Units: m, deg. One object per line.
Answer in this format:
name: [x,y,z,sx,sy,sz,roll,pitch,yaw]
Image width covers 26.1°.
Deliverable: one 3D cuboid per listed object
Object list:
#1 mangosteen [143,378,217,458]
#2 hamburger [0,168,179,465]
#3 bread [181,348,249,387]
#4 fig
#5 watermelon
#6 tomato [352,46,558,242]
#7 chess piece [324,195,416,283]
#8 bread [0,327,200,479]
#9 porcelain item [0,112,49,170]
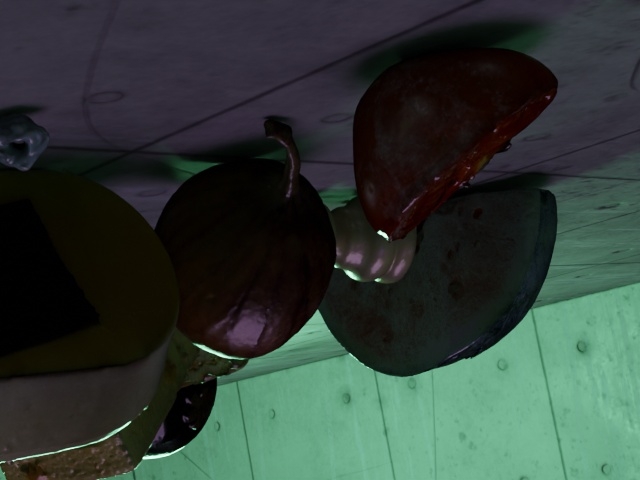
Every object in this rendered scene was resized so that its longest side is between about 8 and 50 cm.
mangosteen: [-0.273,0.224,2.109,0.243,0.242,0.243,-10,171,-2]
hamburger: [-0.248,0.058,1.019,0.295,0.227,0.151,1,143,-40]
bread: [-0.181,0.133,1.910,0.088,0.128,0.232,-37,-171,-39]
fig: [-0.049,-0.006,1.122,0.202,0.148,0.149,-50,-159,16]
watermelon: [0.150,0.057,1.552,0.175,0.188,0.322,3,171,-39]
tomato: [0.077,-0.081,0.932,0.159,0.091,0.139,-41,172,14]
chess piece: [0.000,0.000,1.355,0.171,0.094,0.094,-2,168,-27]
bread: [-0.258,0.159,1.590,0.185,0.114,0.274,-13,-152,22]
porcelain item: [-0.214,-0.061,0.890,0.083,0.036,0.028,-7,-156,13]
